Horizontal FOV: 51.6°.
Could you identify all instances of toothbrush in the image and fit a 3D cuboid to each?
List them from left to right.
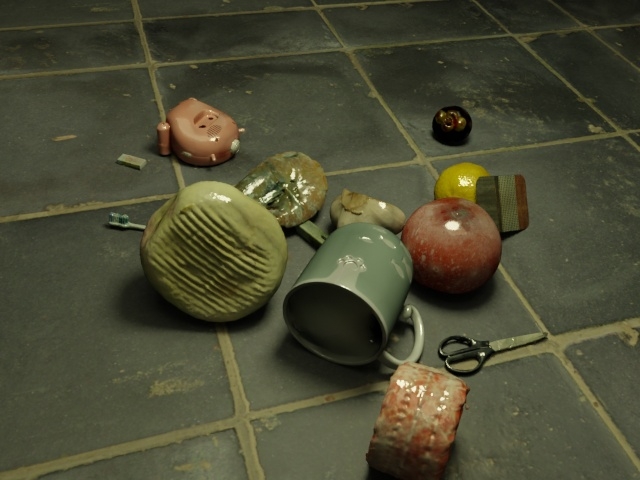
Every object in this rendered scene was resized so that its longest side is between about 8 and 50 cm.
[{"bbox_3d":[-0.405,-0.029,1.866,0.385,0.040,0.040,10,43,-2],"label":"toothbrush"}]

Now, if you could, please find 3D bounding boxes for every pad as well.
[{"bbox_3d":[0.558,-0.031,1.912,0.249,0.055,0.323,-7,74,-40],"label":"pad"}]

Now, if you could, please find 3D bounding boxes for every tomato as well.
[{"bbox_3d":[0.350,0.006,1.759,0.270,0.227,0.270,3,49,-4],"label":"tomato"}]

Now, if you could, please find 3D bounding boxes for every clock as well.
[{"bbox_3d":[-0.371,-0.347,2.132,0.241,0.142,0.227,23,45,13],"label":"clock"}]

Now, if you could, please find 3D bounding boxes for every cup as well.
[{"bbox_3d":[0.119,0.145,1.602,0.356,0.259,0.275,41,45,-8],"label":"cup"}]

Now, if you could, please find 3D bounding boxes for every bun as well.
[{"bbox_3d":[-0.260,0.016,1.630,0.360,0.361,0.213,2,23,-4],"label":"bun"}]

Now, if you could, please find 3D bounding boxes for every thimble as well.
[{"bbox_3d":[0.203,0.374,1.356,0.162,0.239,0.239,19,44,14],"label":"thimble"}]

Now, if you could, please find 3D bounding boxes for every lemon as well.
[{"bbox_3d":[0.429,-0.143,1.968,0.178,0.178,0.203,28,35,22],"label":"lemon"}]

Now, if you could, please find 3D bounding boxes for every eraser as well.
[{"bbox_3d":[-0.594,-0.249,2.085,0.083,0.019,0.038,16,45,11],"label":"eraser"}]

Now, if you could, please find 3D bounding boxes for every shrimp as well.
[{"bbox_3d":[-0.155,-0.101,1.876,0.445,0.110,0.221,-38,79,-29],"label":"shrimp"}]

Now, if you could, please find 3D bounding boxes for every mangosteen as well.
[{"bbox_3d":[0.448,-0.400,2.268,0.137,0.137,0.151,23,5,18],"label":"mangosteen"}]

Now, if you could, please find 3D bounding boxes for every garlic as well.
[{"bbox_3d":[0.125,-0.043,1.848,0.229,0.178,0.143,2,63,42],"label":"garlic"}]

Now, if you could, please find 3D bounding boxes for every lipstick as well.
[{"bbox_3d":[0.000,0.000,1.863,0.051,0.051,0.312,-25,48,-35],"label":"lipstick"}]

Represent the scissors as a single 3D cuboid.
[{"bbox_3d":[0.436,0.263,1.647,0.299,0.022,0.109,-9,49,-17],"label":"scissors"}]
